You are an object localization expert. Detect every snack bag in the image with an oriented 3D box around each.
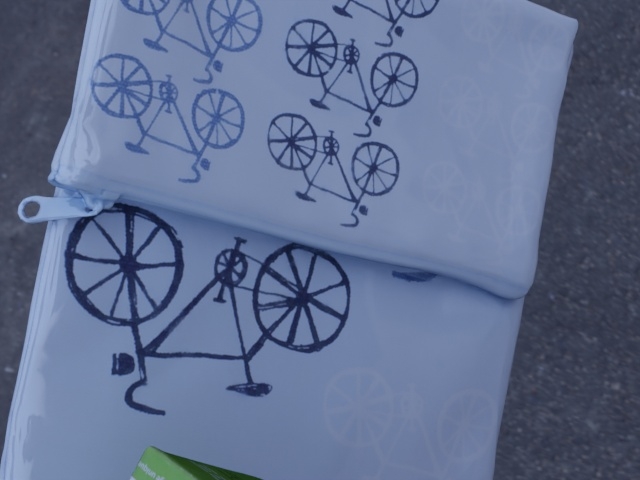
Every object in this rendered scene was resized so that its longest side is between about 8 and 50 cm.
[{"bbox_3d":[0.000,0.000,0.605,0.037,0.323,0.343,5,82,57],"label":"snack bag"}]

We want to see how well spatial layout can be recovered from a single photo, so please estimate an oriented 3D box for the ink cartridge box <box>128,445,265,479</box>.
[{"bbox_3d":[-0.046,0.245,0.446,0.189,0.097,0.255,27,86,36],"label":"ink cartridge box"}]
